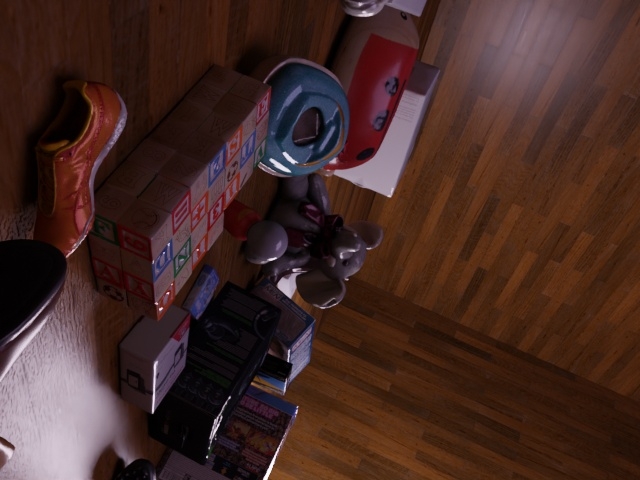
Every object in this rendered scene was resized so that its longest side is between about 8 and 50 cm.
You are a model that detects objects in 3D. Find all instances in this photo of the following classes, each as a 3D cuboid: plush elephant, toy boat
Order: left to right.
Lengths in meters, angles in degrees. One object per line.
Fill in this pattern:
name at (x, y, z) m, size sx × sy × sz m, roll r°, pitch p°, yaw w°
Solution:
toy boat at (-0.055, -0.128, 1.074) m, size 0.267 × 0.148 × 0.318 m, roll 8°, pitch 114°, yaw -60°
plush elephant at (0.000, 0.000, 1.540) m, size 0.330 × 0.255 × 0.272 m, roll 86°, pitch 28°, yaw -73°

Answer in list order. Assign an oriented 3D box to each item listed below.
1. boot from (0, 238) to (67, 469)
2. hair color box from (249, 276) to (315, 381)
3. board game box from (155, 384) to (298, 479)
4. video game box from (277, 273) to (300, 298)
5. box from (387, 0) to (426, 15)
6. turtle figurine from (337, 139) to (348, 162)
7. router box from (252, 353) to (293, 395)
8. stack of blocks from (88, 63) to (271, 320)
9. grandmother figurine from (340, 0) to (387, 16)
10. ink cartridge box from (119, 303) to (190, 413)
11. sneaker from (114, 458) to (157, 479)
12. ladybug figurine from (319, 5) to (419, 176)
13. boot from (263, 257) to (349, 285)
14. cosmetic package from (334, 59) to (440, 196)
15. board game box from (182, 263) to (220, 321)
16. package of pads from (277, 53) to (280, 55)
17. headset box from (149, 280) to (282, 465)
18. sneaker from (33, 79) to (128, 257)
boot at (-0.306, 0.158, 0.586) m, size 0.280 × 0.096 × 0.264 m, roll 103°, pitch 13°, yaw -56°
hair color box at (-0.115, 0.247, 1.737) m, size 0.105 × 0.174 × 0.347 m, roll -45°, pitch 164°, yaw -22°
board game box at (-0.220, 0.493, 1.590) m, size 0.141 × 0.232 × 0.291 m, roll 99°, pitch 17°, yaw -63°
video game box at (-0.072, 0.062, 1.991) m, size 0.187 × 0.048 × 0.205 m, roll -62°, pitch 171°, yaw -20°
box at (0.113, -0.521, 1.125) m, size 0.345 × 0.168 × 0.215 m, roll -44°, pitch 156°, yaw -68°
turtle figurine at (-0.015, -0.217, 1.319) m, size 0.234 × 0.118 × 0.175 m, roll -25°, pitch 120°, yaw -57°
router box at (-0.161, 0.316, 1.660) m, size 0.133 × 0.179 × 0.046 m, roll 100°, pitch 13°, yaw -58°
stack of blocks at (-0.170, -0.067, 0.851) m, size 0.171 × 0.087 × 0.297 m, roll 103°, pitch 13°, yaw -52°
grandmother figurine at (0.027, -0.414, 0.836) m, size 0.208 × 0.104 × 0.342 m, roll -46°, pitch 154°, yaw -4°
ink cartridge box at (-0.262, 0.185, 1.050) m, size 0.109 × 0.063 × 0.150 m, roll -59°, pitch 168°, yaw -45°
sneaker at (-0.352, 0.480, 1.277) m, size 0.106 × 0.078 × 0.234 m, roll -64°, pitch 175°, yaw -58°
ladybug figurine at (0.107, -0.354, 1.573) m, size 0.305 × 0.162 × 0.449 m, roll -46°, pitch 158°, yaw -68°
boot at (-0.020, 0.057, 1.744) m, size 0.090 × 0.207 × 0.248 m, roll 104°, pitch 13°, yaw -49°
cosmetic package at (0.173, -0.332, 1.889) m, size 0.385 × 0.217 × 0.156 m, roll 106°, pitch 11°, yaw -49°
board game box at (-0.220, 0.099, 1.233) m, size 0.090 × 0.020 × 0.090 m, roll -63°, pitch 172°, yaw -17°
package of pads at (-0.075, -0.264, 1.113) m, size 0.050 × 0.032 × 0.083 m, roll 83°, pitch 32°, yaw -79°
headset box at (-0.213, 0.270, 1.308) m, size 0.283 × 0.131 × 0.246 m, roll -58°, pitch 173°, yaw -41°
sneaker at (-0.236, -0.062, 0.602) m, size 0.067 × 0.064 × 0.175 m, roll 6°, pitch 104°, yaw -61°
